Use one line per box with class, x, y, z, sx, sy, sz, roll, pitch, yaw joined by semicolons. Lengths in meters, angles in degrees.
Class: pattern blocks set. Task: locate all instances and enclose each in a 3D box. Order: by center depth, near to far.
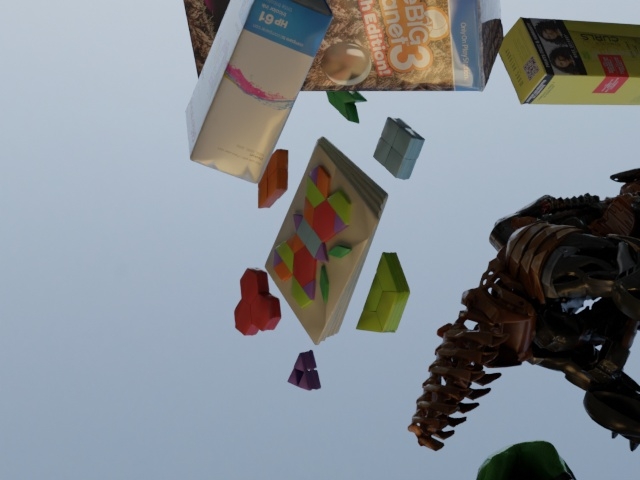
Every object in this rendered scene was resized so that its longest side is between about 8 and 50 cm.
pattern blocks set;0.000;0.000;1.089;0.026;0.325;0.285;1;-158;-35

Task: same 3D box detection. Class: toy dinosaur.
toy dinosaur;0.183;0.052;0.688;0.322;0.164;0.218;-43;-127;-19

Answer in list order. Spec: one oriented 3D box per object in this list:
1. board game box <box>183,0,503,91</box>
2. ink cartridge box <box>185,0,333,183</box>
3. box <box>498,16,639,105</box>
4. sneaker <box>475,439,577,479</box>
board game box;0.020;-0.275;1.008;0.290;0.232;0.141;2;-148;18
ink cartridge box;-0.044;-0.112;0.679;0.052;0.123;0.088;17;-157;-17
box;0.323;-0.207;1.218;0.232;0.058;0.087;-2;-119;-28
sneaker;0.142;0.244;0.653;0.134;0.146;0.343;-10;-165;-1
